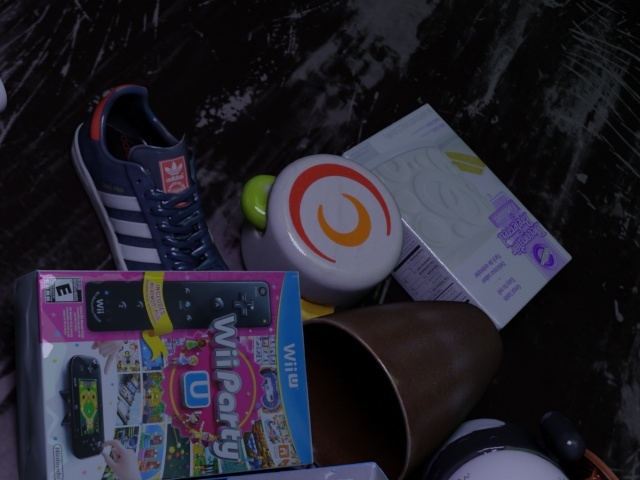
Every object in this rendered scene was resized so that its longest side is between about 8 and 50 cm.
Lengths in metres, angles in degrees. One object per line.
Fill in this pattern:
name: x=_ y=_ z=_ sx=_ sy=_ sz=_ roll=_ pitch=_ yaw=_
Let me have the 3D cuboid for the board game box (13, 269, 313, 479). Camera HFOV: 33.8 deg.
board game box: x=-0.167 y=0.145 z=1.141 sx=0.304 sy=0.097 sz=0.223 roll=1 pitch=79 yaw=-33

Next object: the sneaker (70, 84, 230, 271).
sneaker: x=-0.187 y=-0.037 z=1.278 sx=0.131 sy=0.148 sz=0.350 roll=-21 pitch=71 yaw=-42

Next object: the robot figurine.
robot figurine: x=0.206 y=0.305 z=1.211 sx=0.174 sy=0.278 sz=0.209 roll=0 pitch=93 yaw=1

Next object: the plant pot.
plant pot: x=0.106 y=0.158 z=1.262 sx=0.230 sy=0.215 sz=0.215 roll=-21 pitch=70 yaw=-37

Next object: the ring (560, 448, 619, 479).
ring: x=0.355 y=0.399 z=1.216 sx=0.032 sy=0.336 sz=0.336 roll=-23 pitch=68 yaw=-6

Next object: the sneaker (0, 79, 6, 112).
sneaker: x=-0.509 y=-0.230 z=1.251 sx=0.256 sy=0.094 sz=0.151 roll=48 pitch=48 yaw=9

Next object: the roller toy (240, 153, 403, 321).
roller toy: x=0.000 y=0.000 z=1.377 sx=0.191 sy=0.146 sz=0.209 roll=-24 pitch=78 yaw=-34

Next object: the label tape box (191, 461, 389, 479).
label tape box: x=-0.065 y=0.385 z=0.956 sx=0.347 sy=0.249 sz=0.115 roll=-76 pitch=147 yaw=-44

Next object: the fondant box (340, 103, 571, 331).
fondant box: x=0.186 y=-0.024 z=1.559 sx=0.330 sy=0.096 sz=0.238 roll=49 pitch=44 yaw=6

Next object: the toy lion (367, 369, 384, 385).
toy lion: x=0.104 y=0.180 z=1.393 sx=0.100 sy=0.034 sz=0.096 roll=32 pitch=38 yaw=-9
